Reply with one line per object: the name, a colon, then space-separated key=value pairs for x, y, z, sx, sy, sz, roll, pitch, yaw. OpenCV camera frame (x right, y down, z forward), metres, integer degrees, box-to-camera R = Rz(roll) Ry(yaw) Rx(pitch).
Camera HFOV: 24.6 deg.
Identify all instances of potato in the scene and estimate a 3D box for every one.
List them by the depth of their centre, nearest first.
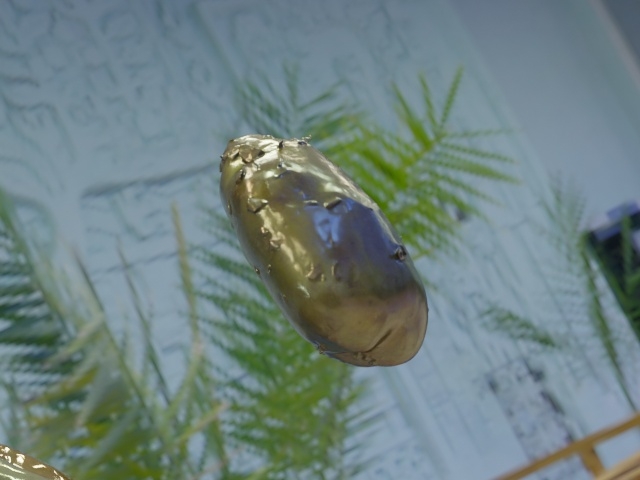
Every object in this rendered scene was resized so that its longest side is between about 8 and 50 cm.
potato: x=0.000 y=0.000 z=1.484 sx=0.141 sy=0.296 sz=0.192 roll=-46 pitch=-25 yaw=14

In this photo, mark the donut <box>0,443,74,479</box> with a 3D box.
donut: x=-0.244 y=0.286 z=0.805 sx=0.449 sy=0.449 sz=0.198 roll=-30 pitch=17 yaw=19
